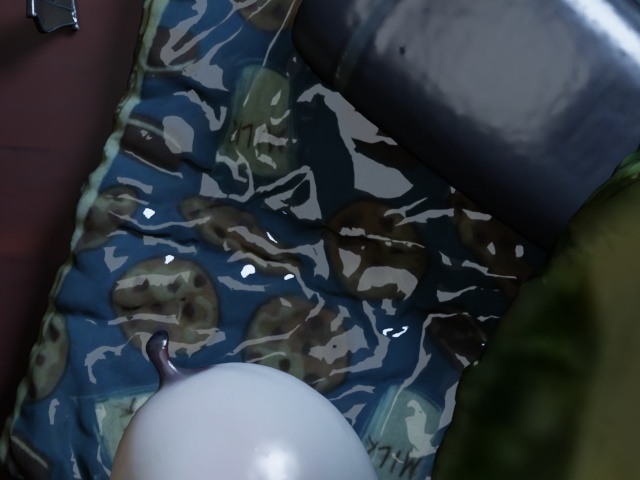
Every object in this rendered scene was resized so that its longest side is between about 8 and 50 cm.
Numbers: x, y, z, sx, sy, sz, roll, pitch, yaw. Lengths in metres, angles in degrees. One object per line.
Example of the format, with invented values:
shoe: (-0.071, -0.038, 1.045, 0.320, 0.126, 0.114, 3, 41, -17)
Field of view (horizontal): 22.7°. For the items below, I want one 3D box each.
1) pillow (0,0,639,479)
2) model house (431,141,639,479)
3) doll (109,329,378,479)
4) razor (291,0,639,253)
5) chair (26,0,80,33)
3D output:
pillow: (0.001, 0.002, 0.586, 0.189, 0.034, 0.255, 19, 91, 3)
model house: (0.240, 0.030, 0.427, 0.321, 0.266, 0.261, 31, 130, 15)
doll: (-0.038, 0.170, 0.532, 0.208, 0.144, 0.271, 46, 109, 13)
razor: (0.069, -0.055, 0.536, 0.148, 0.054, 0.090, 40, 96, 3)
chair: (-0.089, -0.122, 0.589, 0.042, 0.037, 0.086, -8, 86, 17)
